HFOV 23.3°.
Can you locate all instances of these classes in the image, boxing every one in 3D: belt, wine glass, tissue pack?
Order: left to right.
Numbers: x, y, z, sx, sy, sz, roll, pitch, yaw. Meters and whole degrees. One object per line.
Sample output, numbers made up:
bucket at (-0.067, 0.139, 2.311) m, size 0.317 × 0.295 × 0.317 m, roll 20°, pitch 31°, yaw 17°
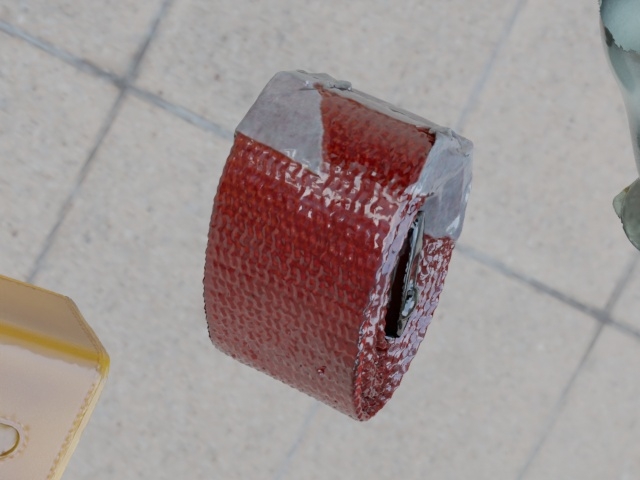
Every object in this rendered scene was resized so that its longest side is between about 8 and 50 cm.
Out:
tissue pack at (-0.344, 0.118, 1.276) m, size 0.274 × 0.145 × 0.194 m, roll 20°, pitch 103°, yaw -32°
belt at (0.000, 0.000, 0.845) m, size 0.128 × 0.124 × 0.201 m, roll -52°, pitch 160°, yaw -38°
wine glass at (0.162, -0.055, 0.696) m, size 0.072 × 0.072 × 0.155 m, roll -43°, pitch 146°, yaw -17°
